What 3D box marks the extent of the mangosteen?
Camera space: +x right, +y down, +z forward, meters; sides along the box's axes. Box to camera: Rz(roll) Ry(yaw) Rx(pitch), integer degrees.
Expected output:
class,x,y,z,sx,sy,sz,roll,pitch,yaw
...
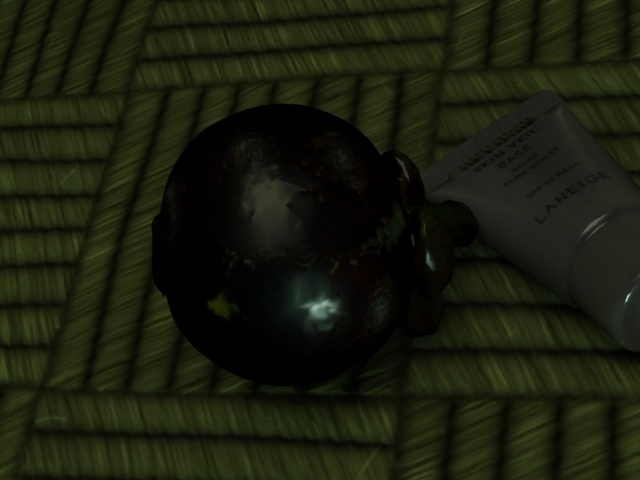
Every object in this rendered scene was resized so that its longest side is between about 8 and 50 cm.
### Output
class,x,y,z,sx,sy,sz,roll,pitch,yaw
mangosteen,0.000,0.000,0.932,0.265,0.228,0.228,-6,54,-12

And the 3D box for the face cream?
class,x,y,z,sx,sy,sz,roll,pitch,yaw
face cream,0.197,-0.024,0.955,0.154,0.096,0.274,-37,41,-2
